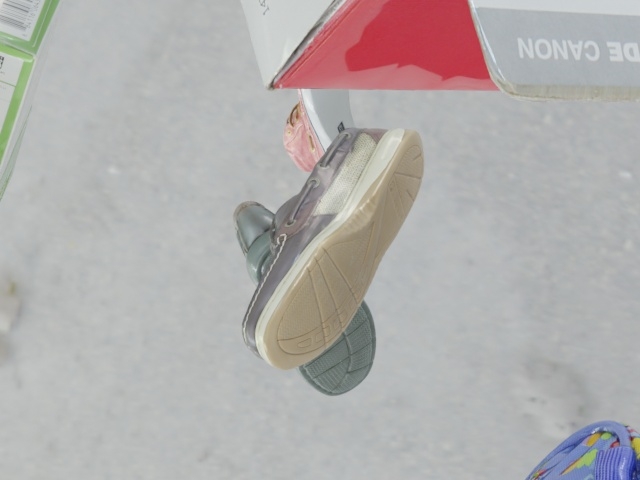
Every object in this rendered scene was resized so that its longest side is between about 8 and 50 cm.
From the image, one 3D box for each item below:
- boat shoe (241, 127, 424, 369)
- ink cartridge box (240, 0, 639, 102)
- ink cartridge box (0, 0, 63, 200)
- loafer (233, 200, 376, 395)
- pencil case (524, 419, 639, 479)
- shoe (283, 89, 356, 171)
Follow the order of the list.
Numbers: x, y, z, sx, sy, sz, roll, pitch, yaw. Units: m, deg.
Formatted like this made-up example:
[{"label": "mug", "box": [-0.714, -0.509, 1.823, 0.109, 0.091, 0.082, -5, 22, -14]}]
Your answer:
[{"label": "boat shoe", "box": [0.000, 0.000, 1.560, 0.092, 0.103, 0.285, 12, 52, 30]}, {"label": "ink cartridge box", "box": [0.118, -0.146, 0.703, 0.130, 0.309, 0.272, -42, 56, 51]}, {"label": "ink cartridge box", "box": [-0.235, -0.095, 1.194, 0.109, 0.062, 0.209, -80, 12, -47]}, {"label": "loafer", "box": [-0.016, 0.055, 1.730, 0.096, 0.267, 0.084, -33, 49, -6]}, {"label": "pencil case", "box": [0.241, 0.208, 0.905, 0.133, 0.306, 0.119, -53, 13, 36]}, {"label": "shoe", "box": [-0.010, -0.137, 1.872, 0.081, 0.178, 0.063, 13, 51, 36]}]
